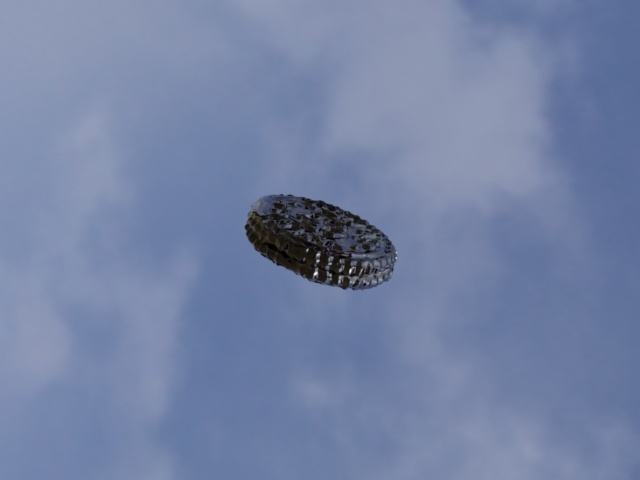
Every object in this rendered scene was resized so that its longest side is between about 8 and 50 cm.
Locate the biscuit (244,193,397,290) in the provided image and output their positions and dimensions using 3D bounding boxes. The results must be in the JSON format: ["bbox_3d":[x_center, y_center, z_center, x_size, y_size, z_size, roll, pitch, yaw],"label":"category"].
[{"bbox_3d":[0.000,0.000,1.934,0.194,0.194,0.053,39,-62,43],"label":"biscuit"}]
